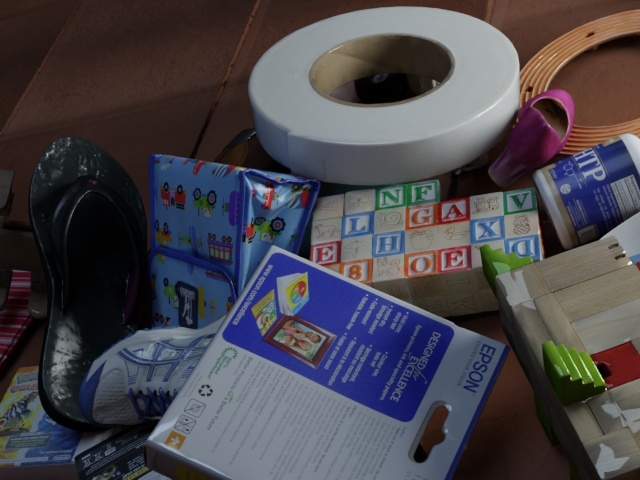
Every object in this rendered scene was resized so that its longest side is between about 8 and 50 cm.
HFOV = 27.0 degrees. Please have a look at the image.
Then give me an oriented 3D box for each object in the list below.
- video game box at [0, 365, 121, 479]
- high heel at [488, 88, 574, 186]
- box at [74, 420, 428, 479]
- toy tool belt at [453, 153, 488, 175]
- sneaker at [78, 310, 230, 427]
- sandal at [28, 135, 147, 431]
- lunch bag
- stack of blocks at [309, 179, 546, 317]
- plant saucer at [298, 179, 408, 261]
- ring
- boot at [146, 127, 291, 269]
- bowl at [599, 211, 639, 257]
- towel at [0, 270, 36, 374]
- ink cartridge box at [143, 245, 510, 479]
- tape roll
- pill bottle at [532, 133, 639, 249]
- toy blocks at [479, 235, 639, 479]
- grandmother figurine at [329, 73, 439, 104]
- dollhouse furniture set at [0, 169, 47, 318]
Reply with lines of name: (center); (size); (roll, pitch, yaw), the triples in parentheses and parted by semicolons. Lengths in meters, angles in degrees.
video game box: (-0.364, 0.250, 1.842); (0.205, 0.048, 0.187); (-8, 38, 25)
high heel: (0.306, -0.164, 1.765); (0.244, 0.082, 0.117); (-38, -7, -47)
box: (-0.082, 0.283, 1.576); (0.395, 0.097, 0.318); (-29, 34, -2)
toy tool belt: (0.198, -0.120, 1.922); (0.083, 0.052, 0.051); (16, 46, 45)
sneaker: (-0.160, 0.169, 1.593); (0.297, 0.112, 0.131); (-22, 33, 11)
sandal: (-0.303, 0.038, 1.820); (0.107, 0.168, 0.445); (131, 137, -51)
lunch bag: (-0.140, 0.042, 1.812); (0.221, 0.138, 0.293); (12, 94, 48)
stack of blocks: (0.140, 0.011, 1.726); (0.297, 0.087, 0.171); (-8, 45, 13)
plant saucer: (0.000, 0.000, 1.913); (0.318, 0.043, 0.317); (-17, 38, 14)
ring: (0.432, -0.224, 1.913); (0.337, 0.032, 0.336); (-18, 38, 14)
boot: (-0.133, -0.064, 1.984); (0.264, 0.096, 0.280); (2, 47, 52)
bowl: (0.420, 0.020, 1.603); (0.142, 0.053, 0.142); (-33, 35, -6)
towel: (-0.517, 0.114, 2.121); (0.199, 0.031, 0.274); (0, 44, 32)
ink cartridge box: (0.013, 0.181, 1.470); (0.307, 0.072, 0.303); (24, 52, 10)
tape roll: (0.089, -0.214, 1.894); (0.392, 0.072, 0.392); (-5, 36, 4)
pill bottle: (0.375, -0.072, 1.695); (0.187, 0.112, 0.112); (-23, 36, 7)
toy blocks: (0.361, 0.124, 1.409); (0.261, 0.190, 0.381); (-19, 46, -3)
grandmother figurine: (0.072, -0.263, 2.143); (0.343, 0.104, 0.207); (-1, 78, 28)
dollhouse furniture set: (-0.397, 0.037, 1.969); (0.242, 0.212, 0.161); (7, 42, -7)
